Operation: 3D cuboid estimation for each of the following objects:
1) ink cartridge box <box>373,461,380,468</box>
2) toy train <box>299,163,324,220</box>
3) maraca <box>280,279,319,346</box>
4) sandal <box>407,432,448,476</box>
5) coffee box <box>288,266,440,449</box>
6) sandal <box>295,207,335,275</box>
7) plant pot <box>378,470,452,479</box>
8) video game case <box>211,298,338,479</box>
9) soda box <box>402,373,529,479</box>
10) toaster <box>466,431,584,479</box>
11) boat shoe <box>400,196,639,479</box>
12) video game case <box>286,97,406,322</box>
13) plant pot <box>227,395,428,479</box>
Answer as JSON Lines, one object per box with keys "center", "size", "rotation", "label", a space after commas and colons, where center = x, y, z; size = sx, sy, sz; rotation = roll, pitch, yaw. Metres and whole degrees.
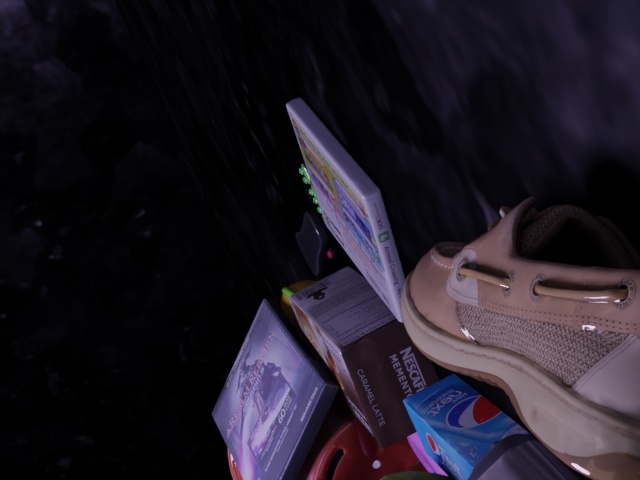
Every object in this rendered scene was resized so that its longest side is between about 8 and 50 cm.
{"center": [0.061, 0.272, 1.827], "size": [0.275, 0.060, 0.239], "rotation": [56, 170, 37], "label": "ink cartridge box"}
{"center": [-0.003, -0.061, 1.369], "size": [0.083, 0.017, 0.024], "rotation": [64, 160, -7], "label": "toy train"}
{"center": [0.018, 0.126, 1.546], "size": [0.186, 0.099, 0.127], "rotation": [38, 177, 6], "label": "maraca"}
{"center": [0.192, 0.384, 1.251], "size": [0.416, 0.102, 0.169], "rotation": [58, 170, 20], "label": "sandal"}
{"center": [0.055, 0.138, 1.343], "size": [0.141, 0.098, 0.246], "rotation": [66, 171, -18], "label": "coffee box"}
{"center": [0.000, 0.000, 1.460], "size": [0.067, 0.040, 0.179], "rotation": [61, 166, 12], "label": "sandal"}
{"center": [0.092, 0.388, 1.100], "size": [0.276, 0.276, 0.253], "rotation": [52, 137, 50], "label": "plant pot"}
{"center": [-0.069, 0.217, 1.446], "size": [0.026, 0.196, 0.274], "rotation": [19, -168, -26], "label": "video game case"}
{"center": [0.156, 0.205, 1.071], "size": [0.071, 0.067, 0.210], "rotation": [66, 170, -15], "label": "soda box"}
{"center": [0.162, 0.259, 0.831], "size": [0.146, 0.227, 0.129], "rotation": [43, -178, 41], "label": "toaster"}
{"center": [0.139, 0.034, 0.610], "size": [0.341, 0.122, 0.110], "rotation": [-143, 62, -72], "label": "boat shoe"}
{"center": [0.033, -0.036, 1.215], "size": [0.212, 0.023, 0.193], "rotation": [54, 168, 48], "label": "video game case"}
{"center": [0.039, 0.306, 1.492], "size": [0.272, 0.272, 0.265], "rotation": [65, 162, -12], "label": "plant pot"}
